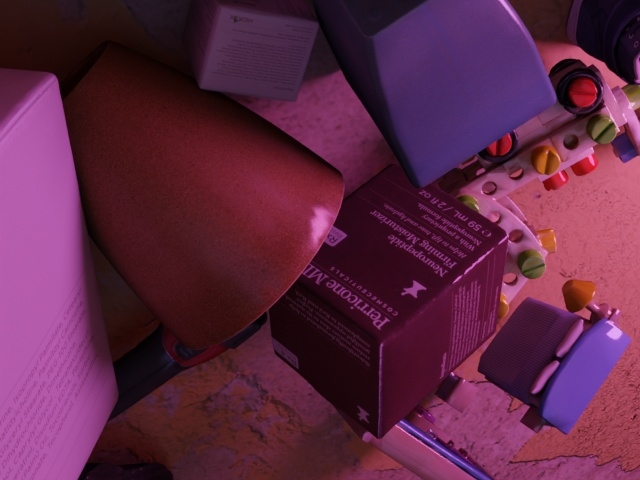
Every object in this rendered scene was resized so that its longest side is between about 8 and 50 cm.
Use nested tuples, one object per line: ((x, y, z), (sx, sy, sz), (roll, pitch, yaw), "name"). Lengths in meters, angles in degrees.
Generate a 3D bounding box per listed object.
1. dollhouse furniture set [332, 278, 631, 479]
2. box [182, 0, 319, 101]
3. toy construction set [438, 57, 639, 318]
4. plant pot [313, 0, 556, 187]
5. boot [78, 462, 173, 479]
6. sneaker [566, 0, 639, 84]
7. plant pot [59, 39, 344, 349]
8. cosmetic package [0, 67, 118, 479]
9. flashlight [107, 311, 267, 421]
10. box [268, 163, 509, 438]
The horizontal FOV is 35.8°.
((0.181, 0.140, 1.249), (0.198, 0.286, 0.303), (37, 88, -17), "dollhouse furniture set")
((-0.069, -0.197, 0.941), (0.101, 0.101, 0.087), (6, 124, -23), "box")
((0.270, -0.077, 1.121), (0.327, 0.151, 0.215), (-34, 107, -1), "toy construction set")
((0.094, -0.193, 0.905), (0.165, 0.166, 0.234), (-32, 156, 6), "plant pot")
((-0.328, 0.326, 1.248), (0.222, 0.118, 0.338), (-1, 156, 13), "boot")
((0.326, -0.267, 0.990), (0.086, 0.163, 0.226), (-8, 127, -11), "sneaker")
((-0.146, -0.064, 0.958), (0.237, 0.237, 0.254), (-41, 113, 13), "plant pot")
((-0.399, 0.090, 0.832), (0.329, 0.327, 0.394), (8, 128, 10), "cosmetic package")
((-0.209, 0.140, 1.161), (0.304, 0.103, 0.103), (-34, 156, 14), "flashlight")
((0.071, 0.061, 1.061), (0.203, 0.168, 0.167), (-37, 146, -29), "box")
